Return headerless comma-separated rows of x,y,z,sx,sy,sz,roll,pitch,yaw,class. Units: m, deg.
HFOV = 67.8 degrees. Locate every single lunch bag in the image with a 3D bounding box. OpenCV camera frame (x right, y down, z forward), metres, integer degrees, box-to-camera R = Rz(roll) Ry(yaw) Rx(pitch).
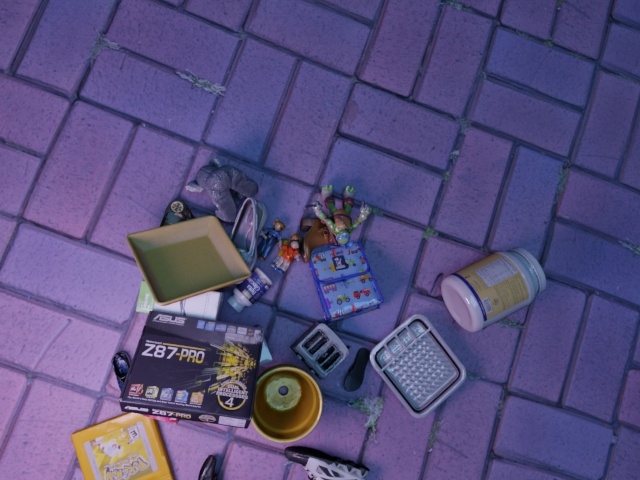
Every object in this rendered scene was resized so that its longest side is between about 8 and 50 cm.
0.087,0.146,1.847,0.221,0.138,0.293,-16,70,-8,lunch bag

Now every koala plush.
-0.388,-0.219,1.786,0.221,0.203,0.196,31,76,35,koala plush

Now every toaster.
0.005,0.410,1.801,0.185,0.110,0.168,-42,91,-10,toaster

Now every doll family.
-0.172,0.011,1.831,0.263,0.118,0.163,31,87,17,doll family

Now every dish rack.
0.375,0.485,1.862,0.285,0.072,0.333,-38,90,-10,dish rack

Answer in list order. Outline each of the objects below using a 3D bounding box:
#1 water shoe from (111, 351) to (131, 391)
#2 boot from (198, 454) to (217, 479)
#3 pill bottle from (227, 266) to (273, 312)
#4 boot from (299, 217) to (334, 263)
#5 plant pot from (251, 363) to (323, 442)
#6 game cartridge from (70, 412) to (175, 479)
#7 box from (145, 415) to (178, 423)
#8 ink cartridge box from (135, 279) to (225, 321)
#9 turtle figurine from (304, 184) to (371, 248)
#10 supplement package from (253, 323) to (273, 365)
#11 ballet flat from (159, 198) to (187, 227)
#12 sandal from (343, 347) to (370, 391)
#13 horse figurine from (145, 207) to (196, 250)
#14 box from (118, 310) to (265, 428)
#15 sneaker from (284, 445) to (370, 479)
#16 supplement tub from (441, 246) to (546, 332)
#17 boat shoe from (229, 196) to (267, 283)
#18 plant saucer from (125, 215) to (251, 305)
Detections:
-0.703,0.504,1.712,0.073,0.080,0.203,-25,88,-9,water shoe
-0.337,0.921,1.724,0.229,0.091,0.263,14,86,-11,boot
-0.268,0.189,1.795,0.094,0.094,0.169,45,81,-1,pill bottle
0.000,0.000,1.845,0.152,0.073,0.197,7,67,-14,boot
-0.130,0.560,1.702,0.254,0.239,0.254,1,85,-7,plant pot
-0.698,0.790,1.698,0.285,0.052,0.324,-19,86,-9,game cartridge
-0.511,0.525,1.646,0.122,0.257,0.128,17,82,-4,box
-0.493,0.219,1.710,0.272,0.198,0.115,10,83,-6,ink cartridge box
0.079,-0.136,1.779,0.197,0.266,0.275,-23,129,14,turtle figurine
-0.312,0.418,1.745,0.244,0.134,0.139,-23,88,-9,supplement package
-0.578,-0.044,1.797,0.084,0.058,0.250,26,81,-5,ballet flat
0.142,0.505,1.850,0.067,0.040,0.179,31,67,-9,sandal
-0.529,0.007,1.775,0.174,0.066,0.263,45,68,-33,horse figurine
-0.395,0.410,1.531,0.394,0.097,0.318,11,47,-7,box
0.009,0.863,1.747,0.330,0.122,0.146,22,80,-4,sneaker
0.667,0.185,1.846,0.331,0.241,0.241,-25,88,-10,supplement tub
-0.286,-0.001,1.748,0.118,0.103,0.320,18,85,19,boat shoe
-0.457,0.076,1.651,0.332,0.081,0.333,-17,52,-30,plant saucer
